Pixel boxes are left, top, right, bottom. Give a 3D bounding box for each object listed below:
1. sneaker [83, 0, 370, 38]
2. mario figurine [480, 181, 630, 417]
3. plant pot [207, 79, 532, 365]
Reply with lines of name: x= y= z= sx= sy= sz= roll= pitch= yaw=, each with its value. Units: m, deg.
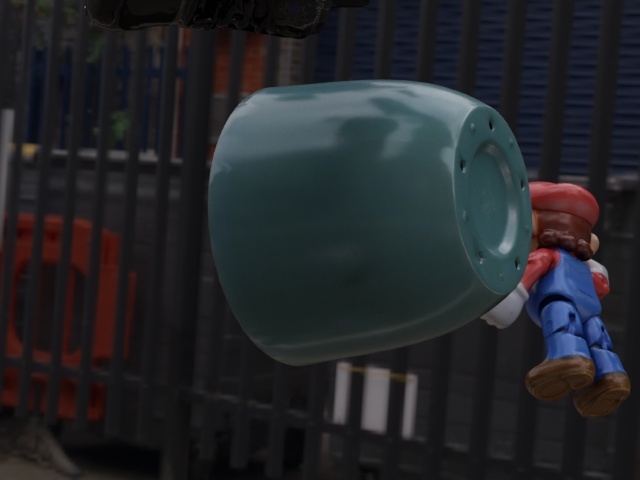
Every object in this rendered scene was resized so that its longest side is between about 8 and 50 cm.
sneaker: x=-0.055 y=-0.216 z=0.925 sx=0.124 sy=0.107 sz=0.283 roll=44 pitch=48 yaw=17
mario figurine: x=0.284 y=0.069 z=1.433 sx=0.170 sy=0.321 sz=0.198 roll=-12 pitch=-38 yaw=12
plant pot: x=0.069 y=-0.028 z=1.131 sx=0.235 sy=0.293 sz=0.293 roll=-8 pitch=-5 yaw=32
